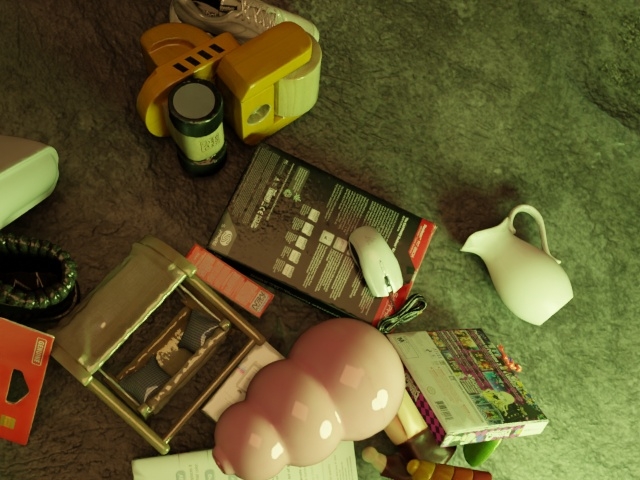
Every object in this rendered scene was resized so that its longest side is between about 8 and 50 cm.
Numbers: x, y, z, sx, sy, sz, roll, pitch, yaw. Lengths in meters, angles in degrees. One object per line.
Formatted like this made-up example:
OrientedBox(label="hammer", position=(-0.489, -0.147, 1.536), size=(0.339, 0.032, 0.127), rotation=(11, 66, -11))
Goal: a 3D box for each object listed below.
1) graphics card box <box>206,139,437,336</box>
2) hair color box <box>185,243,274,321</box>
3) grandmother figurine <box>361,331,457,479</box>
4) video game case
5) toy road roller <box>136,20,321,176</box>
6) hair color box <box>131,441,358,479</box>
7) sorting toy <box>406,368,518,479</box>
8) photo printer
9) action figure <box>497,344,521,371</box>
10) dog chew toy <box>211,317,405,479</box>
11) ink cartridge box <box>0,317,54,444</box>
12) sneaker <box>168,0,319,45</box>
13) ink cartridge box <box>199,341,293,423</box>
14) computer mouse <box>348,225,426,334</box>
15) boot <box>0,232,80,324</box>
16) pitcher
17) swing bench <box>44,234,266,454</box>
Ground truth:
OrientedBox(label="graphics card box", position=(0.000, 0.000, 1.575), size=(0.371, 0.094, 0.232), rotation=(25, 77, -5))
OrientedBox(label="hair color box", position=(-0.170, 0.078, 1.531), size=(0.167, 0.093, 0.053), rotation=(35, 76, -3))
OrientedBox(label="grandmother figurine", position=(0.169, 0.350, 1.535), size=(0.208, 0.104, 0.342), rotation=(-29, 84, -13))
OrientedBox(label="video game case", position=(0.244, 0.245, 1.467), size=(0.210, 0.041, 0.232), rotation=(-1, 38, -27))
OrientedBox(label="toy road roller", position=(-0.182, -0.301, 1.551), size=(0.330, 0.202, 0.240), rotation=(-32, 72, -15))
OrientedBox(label="hair color box", position=(-0.126, 0.441, 1.460), size=(0.375, 0.113, 0.185), rotation=(-5, 80, -11))
OrientedBox(label="sorting toy", position=(0.244, 0.329, 1.487), size=(0.126, 0.127, 0.365), rotation=(33, 44, 0))
OrientedBox(label="photo printer", position=(-0.587, -0.104, 1.392), size=(0.256, 0.307, 0.107), rotation=(7, 109, 4))
OrientedBox(label="action figure", position=(0.334, 0.214, 1.620), size=(0.115, 0.038, 0.030), rotation=(37, 71, 0))
OrientedBox(label="dog chew toy", position=(-0.025, 0.268, 1.376), size=(0.332, 0.206, 0.206), rotation=(-31, 86, -23))
OrientedBox(label="ink cartridge box", position=(-0.580, 0.218, 1.346), size=(0.261, 0.296, 0.066), rotation=(22, 37, -5))
OrientedBox(label="sneaker", position=(-0.142, -0.417, 1.619), size=(0.292, 0.118, 0.110), rotation=(11, 76, -9))
OrientedBox(label="ink cartridge box", position=(-0.124, 0.239, 1.497), size=(0.067, 0.115, 0.198), rotation=(41, 75, -1))
OrientedBox(label="computer mouse", position=(0.109, 0.062, 1.513), size=(0.106, 0.042, 0.192), rotation=(-25, 85, -12))
OrientedBox(label="boot", position=(-0.563, 0.081, 1.375), size=(0.348, 0.260, 0.131), rotation=(-11, 82, -12))
OrientedBox(label="pitcher", position=(0.397, 0.042, 1.625), size=(0.178, 0.125, 0.207), rotation=(-36, 76, -16))
OrientedBox(label="swing bench", position=(-0.281, 0.164, 1.415), size=(0.254, 0.165, 0.253), rotation=(48, 72, -19))
